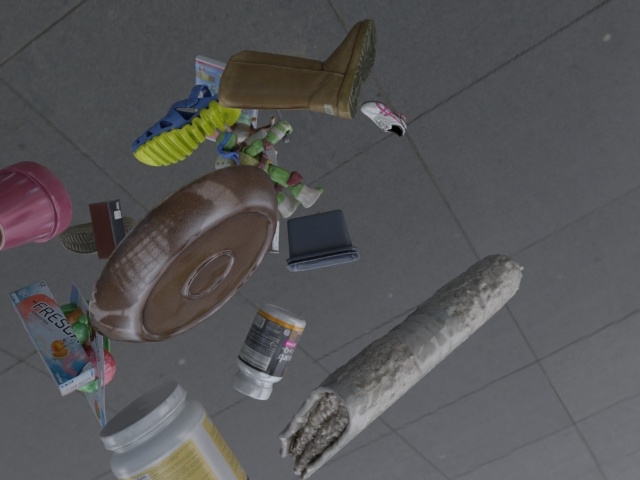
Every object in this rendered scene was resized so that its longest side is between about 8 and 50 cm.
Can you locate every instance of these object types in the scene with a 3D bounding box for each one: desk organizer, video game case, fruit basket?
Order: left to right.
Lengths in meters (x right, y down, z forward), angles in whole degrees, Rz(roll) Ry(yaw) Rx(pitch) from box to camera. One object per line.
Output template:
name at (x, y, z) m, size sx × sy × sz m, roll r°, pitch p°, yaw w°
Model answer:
fruit basket at (-0.652, 0.315, 1.582) m, size 0.166 × 0.353 × 0.326 m, roll -5°, pitch 110°, yaw -29°
desk organizer at (-0.476, -0.025, 1.295) m, size 0.050 × 0.047 × 0.130 m, roll -3°, pitch 101°, yaw 15°
video game case at (-0.293, -0.415, 1.790) m, size 0.204 × 0.025 × 0.285 m, roll 20°, pitch 137°, yaw 7°

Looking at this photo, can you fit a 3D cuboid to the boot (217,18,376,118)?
boot at (-0.042, -0.349, 1.133) m, size 0.270 × 0.236 × 0.089 m, roll 11°, pitch 153°, yaw 18°

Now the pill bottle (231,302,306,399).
pill bottle at (-0.170, 0.352, 1.842) m, size 0.162 × 0.162 × 0.278 m, roll 24°, pitch 89°, yaw -31°

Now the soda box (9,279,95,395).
soda box at (-0.438, 0.157, 0.943) m, size 0.058 × 0.183 × 0.063 m, roll -28°, pitch 162°, yaw -31°

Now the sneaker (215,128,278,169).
sneaker at (-0.205, -0.179, 1.603) m, size 0.169 × 0.292 × 0.108 m, roll -24°, pitch 131°, yaw 10°

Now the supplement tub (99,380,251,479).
supplement tub at (-0.332, 0.524, 1.342) m, size 0.241 × 0.241 × 0.331 m, roll -29°, pitch 98°, yaw 10°

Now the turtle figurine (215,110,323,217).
turtle figurine at (-0.118, -0.204, 1.402) m, size 0.198 × 0.274 × 0.266 m, roll -38°, pitch 112°, yaw 17°

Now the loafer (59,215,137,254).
loafer at (-0.740, -0.022, 1.953) m, size 0.269 × 0.092 × 0.101 m, roll -6°, pitch 118°, yaw -4°

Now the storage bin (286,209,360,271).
storage bin at (0.000, 0.000, 1.085) m, size 0.135 × 0.091 × 0.098 m, roll -10°, pitch 167°, yaw 5°

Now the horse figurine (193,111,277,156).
horse figurine at (-0.241, -0.333, 1.715) m, size 0.263 × 0.066 × 0.174 m, roll 17°, pitch 154°, yaw -2°

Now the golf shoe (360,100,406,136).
golf shoe at (0.224, -0.428, 2.025) m, size 0.186 × 0.086 × 0.067 m, roll 21°, pitch 142°, yaw -19°

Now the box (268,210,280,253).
box at (-0.191, -0.025, 1.638) m, size 0.037 × 0.136 × 0.225 m, roll 7°, pitch 171°, yaw -37°

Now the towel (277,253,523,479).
towel at (0.054, 0.121, 0.508) m, size 0.187 × 0.049 × 0.282 m, roll -33°, pitch 162°, yaw -27°

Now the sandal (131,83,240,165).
sandal at (-0.380, -0.324, 1.595) m, size 0.317 × 0.138 × 0.126 m, roll -32°, pitch 155°, yaw -8°

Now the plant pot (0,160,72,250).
plant pot at (-0.732, -0.067, 1.367) m, size 0.201 × 0.180 × 0.201 m, roll 9°, pitch 119°, yaw 18°

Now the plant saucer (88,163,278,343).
plant saucer at (-0.163, 0.034, 0.787) m, size 0.310 × 0.050 × 0.310 m, roll -43°, pitch 162°, yaw -18°
